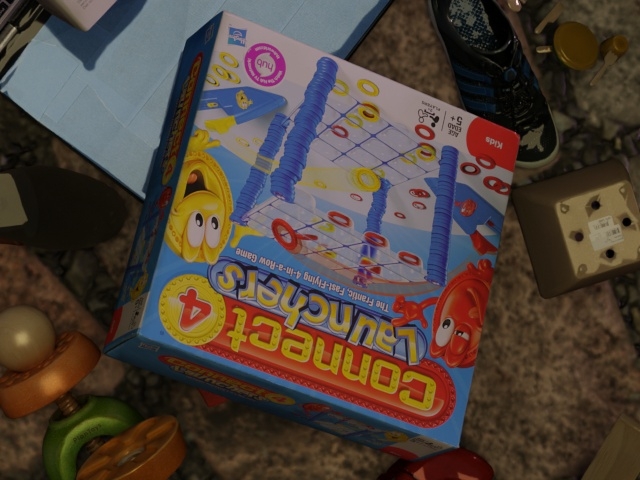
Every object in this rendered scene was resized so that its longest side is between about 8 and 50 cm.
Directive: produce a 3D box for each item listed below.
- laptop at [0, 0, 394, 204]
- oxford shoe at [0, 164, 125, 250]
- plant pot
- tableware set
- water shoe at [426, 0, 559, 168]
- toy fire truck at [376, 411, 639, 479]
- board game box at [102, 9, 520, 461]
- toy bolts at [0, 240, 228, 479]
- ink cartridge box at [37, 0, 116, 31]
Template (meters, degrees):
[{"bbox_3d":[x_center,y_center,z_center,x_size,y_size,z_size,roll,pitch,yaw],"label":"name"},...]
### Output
[{"bbox_3d":[-0.149,-0.268,1.698,0.236,0.408,0.382,36,87,29],"label":"laptop"},{"bbox_3d":[-0.282,-0.030,1.769,0.212,0.076,0.076,2,89,-21],"label":"oxford shoe"},{"bbox_3d":[0.248,-0.011,1.800,0.109,0.096,0.109,-17,92,-5],"label":"plant pot"},{"bbox_3d":[0.223,-0.219,1.824,0.154,0.024,0.104,43,62,-6],"label":"tableware set"},{"bbox_3d":[0.156,-0.155,1.797,0.073,0.080,0.203,-30,93,-4],"label":"water shoe"},{"bbox_3d":[0.174,0.246,1.781,0.217,0.158,0.246,39,76,-4],"label":"toy fire truck"},{"bbox_3d":[0.000,0.000,1.699,0.308,0.086,0.302,20,68,-20],"label":"board game box"},{"bbox_3d":[-0.169,0.101,1.712,0.228,0.218,0.158,-34,107,-11],"label":"toy bolts"},{"bbox_3d":[-0.221,-0.300,1.584,0.154,0.093,0.212,-48,124,-6],"label":"ink cartridge box"}]
